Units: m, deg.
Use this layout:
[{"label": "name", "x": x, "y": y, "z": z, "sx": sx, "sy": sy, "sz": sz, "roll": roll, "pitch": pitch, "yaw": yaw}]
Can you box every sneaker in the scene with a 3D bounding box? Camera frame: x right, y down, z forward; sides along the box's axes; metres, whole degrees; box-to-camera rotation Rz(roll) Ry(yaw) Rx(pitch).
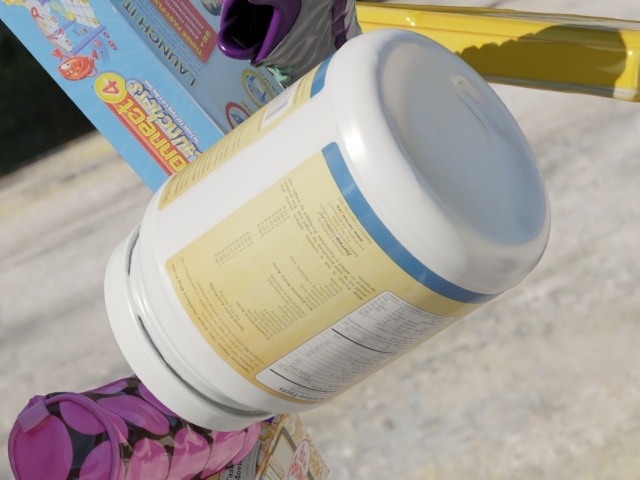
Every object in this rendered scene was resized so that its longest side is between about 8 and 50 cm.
[{"label": "sneaker", "x": -0.027, "y": -0.131, "z": 1.169, "sx": 0.098, "sy": 0.083, "sz": 0.223, "roll": -36, "pitch": -26, "yaw": -17}]

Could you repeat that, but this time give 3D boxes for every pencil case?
[{"label": "pencil case", "x": -0.126, "y": 0.128, "z": 1.253, "sx": 0.095, "sy": 0.098, "sz": 0.209, "roll": -29, "pitch": -7, "yaw": 21}]

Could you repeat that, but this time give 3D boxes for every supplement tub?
[{"label": "supplement tub", "x": 0.000, "y": 0.000, "z": 0.945, "sx": 0.200, "sy": 0.144, "sz": 0.144, "roll": -34, "pitch": 2, "yaw": 32}]

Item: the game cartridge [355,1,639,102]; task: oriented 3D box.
[{"label": "game cartridge", "x": 0.177, "y": -0.148, "z": 1.405, "sx": 0.324, "sy": 0.052, "sz": 0.285, "roll": 15, "pitch": 13, "yaw": 39}]

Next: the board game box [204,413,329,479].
[{"label": "board game box", "x": -0.061, "y": 0.225, "z": 1.403, "sx": 0.045, "sy": 0.147, "sz": 0.193, "roll": 15, "pitch": 64, "yaw": 21}]

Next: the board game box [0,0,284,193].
[{"label": "board game box", "x": -0.138, "y": -0.201, "z": 1.590, "sx": 0.086, "sy": 0.308, "sz": 0.302, "roll": -32, "pitch": 19, "yaw": 25}]
